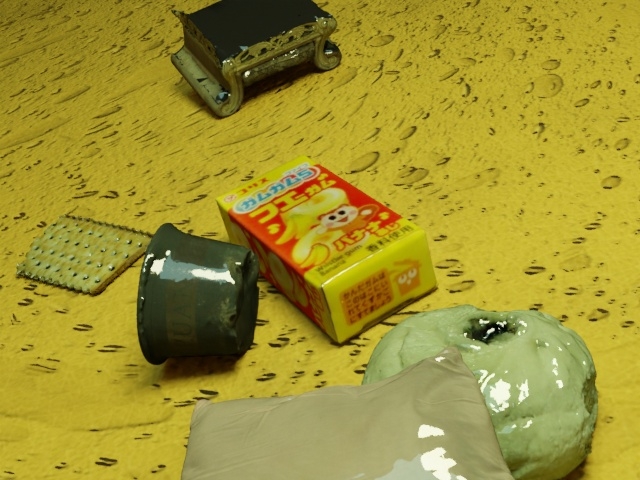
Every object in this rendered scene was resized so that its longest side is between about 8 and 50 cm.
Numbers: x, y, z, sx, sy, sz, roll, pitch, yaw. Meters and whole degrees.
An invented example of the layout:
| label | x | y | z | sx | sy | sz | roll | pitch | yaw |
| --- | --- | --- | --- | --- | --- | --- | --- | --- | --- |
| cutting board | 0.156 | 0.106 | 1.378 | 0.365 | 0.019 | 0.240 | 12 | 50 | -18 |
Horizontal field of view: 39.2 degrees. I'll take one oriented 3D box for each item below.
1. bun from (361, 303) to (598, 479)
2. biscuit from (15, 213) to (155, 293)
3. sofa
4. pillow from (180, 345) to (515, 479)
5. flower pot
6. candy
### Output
| label | x | y | z | sx | sy | sz | roll | pitch | yaw |
| --- | --- | --- | --- | --- | --- | --- | --- | --- | --- |
| bun | 0.135 | 0.129 | 0.803 | 0.221 | 0.108 | 0.221 | -11 | 35 | 8 |
| biscuit | -0.335 | 0.017 | 1.248 | 0.203 | 0.016 | 0.144 | 10 | 41 | 33 |
| sofa | -0.110 | -0.329 | 1.574 | 0.258 | 0.182 | 0.200 | -28 | 53 | -18 |
| pillow | 0.014 | 0.167 | 0.698 | 0.270 | 0.067 | 0.173 | -15 | 35 | 13 |
| flower pot | -0.126 | 0.062 | 0.987 | 0.106 | 0.157 | 0.157 | 5 | 36 | 6 |
| candy | 0.000 | 0.000 | 1.071 | 0.146 | 0.088 | 0.276 | -29 | 34 | -17 |
